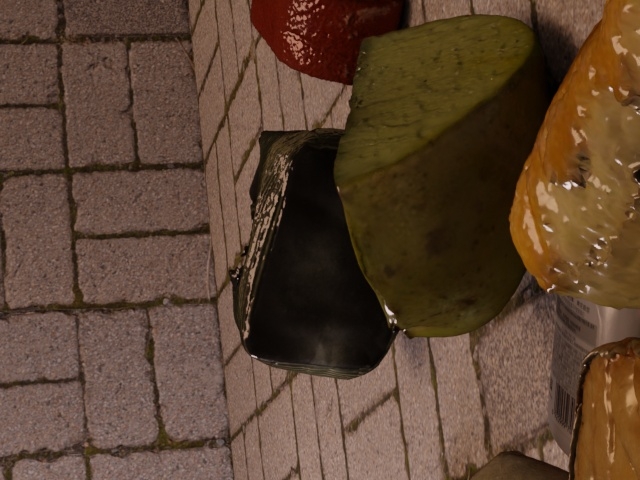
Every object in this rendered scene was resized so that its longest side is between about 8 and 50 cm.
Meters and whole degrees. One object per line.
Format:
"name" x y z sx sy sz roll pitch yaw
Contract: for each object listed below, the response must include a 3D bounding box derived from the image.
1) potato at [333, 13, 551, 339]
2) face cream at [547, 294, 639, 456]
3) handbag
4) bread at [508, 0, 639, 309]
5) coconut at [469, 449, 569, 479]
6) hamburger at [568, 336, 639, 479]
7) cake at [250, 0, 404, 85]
"potato" 0.162 -0.050 1.571 0.330 0.213 0.280 -76 -32 -56
"face cream" 0.261 0.063 1.383 0.144 0.071 0.291 -133 42 -67
"handbag" 0.000 0.000 2.046 0.240 0.247 0.341 -138 58 -67
"bread" 0.271 -0.106 0.978 0.375 0.236 0.165 108 153 -54
"coconut" 0.199 0.310 1.395 0.224 0.224 0.234 137 127 -72
"hamburger" 0.290 0.211 1.163 0.259 0.144 0.283 -130 43 -61
"cake" 0.003 -0.328 2.121 0.283 0.177 0.151 -114 25 -53
